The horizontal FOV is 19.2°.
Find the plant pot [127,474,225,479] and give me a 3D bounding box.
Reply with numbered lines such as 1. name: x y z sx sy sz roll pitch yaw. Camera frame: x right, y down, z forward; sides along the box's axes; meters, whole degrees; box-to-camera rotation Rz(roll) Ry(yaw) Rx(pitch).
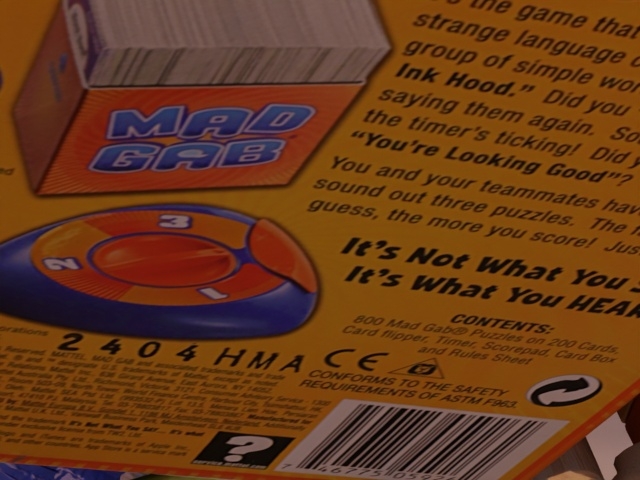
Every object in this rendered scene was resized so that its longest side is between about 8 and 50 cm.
1. plant pot: -0.067 0.277 1.517 0.228 0.227 0.207 -16 -179 18

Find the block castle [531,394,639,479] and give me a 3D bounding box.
1. block castle: 0.298 0.247 1.444 0.453 0.213 0.303 12 116 -14

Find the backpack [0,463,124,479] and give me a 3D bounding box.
1. backpack: -0.202 0.137 1.396 0.120 0.098 0.101 29 128 -28

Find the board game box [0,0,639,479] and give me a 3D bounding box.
1. board game box: -0.034 -0.155 0.622 0.356 0.356 0.356 8 149 -23
